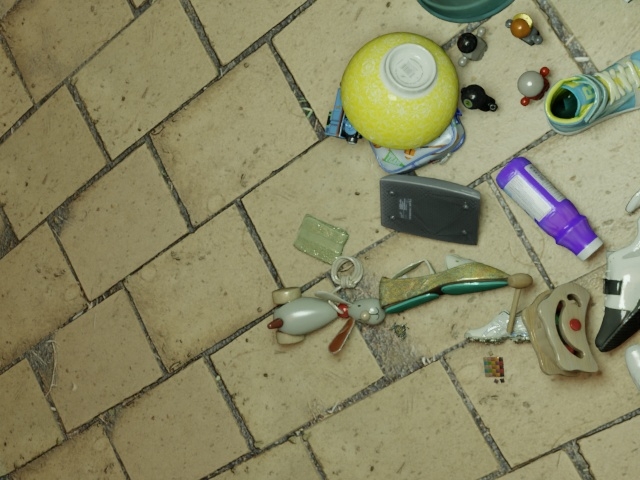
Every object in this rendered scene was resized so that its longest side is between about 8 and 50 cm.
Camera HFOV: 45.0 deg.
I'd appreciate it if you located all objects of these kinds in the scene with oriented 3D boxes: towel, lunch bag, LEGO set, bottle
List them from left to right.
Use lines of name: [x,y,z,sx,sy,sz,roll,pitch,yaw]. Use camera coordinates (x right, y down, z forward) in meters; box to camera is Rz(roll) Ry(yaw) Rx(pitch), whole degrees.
towel: [0.000,0.000,2.138,0.148,0.027,0.110,25,105,22]
LEGO set: [0.213,0.227,2.056,0.054,0.023,0.083,12,86,22]
lunch bag: [0.227,-0.324,1.960,0.243,0.115,0.304,-26,81,23]
bottle: [0.540,-0.073,1.820,0.283,0.118,0.092,48,111,14]

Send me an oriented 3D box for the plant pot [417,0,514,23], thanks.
plant pot: [0.299,-0.701,1.775,0.340,0.334,0.342,2,96,26]

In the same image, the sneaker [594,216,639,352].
sneaker: [0.702,0.097,1.768,0.146,0.122,0.331,39,111,37]

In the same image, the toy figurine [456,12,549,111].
toy figurine: [0.428,-0.415,1.833,0.212,0.148,0.210,-7,90,27]

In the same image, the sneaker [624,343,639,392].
sneaker: [0.768,0.345,1.752,0.090,0.094,0.235,-34,78,25]

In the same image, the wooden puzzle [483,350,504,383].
wooden puzzle: [0.439,0.321,1.957,0.049,0.006,0.083,-4,92,26]

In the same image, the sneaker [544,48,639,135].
sneaker: [0.640,-0.336,1.703,0.319,0.208,0.127,-32,79,24]

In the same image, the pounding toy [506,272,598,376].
pounding toy: [0.546,0.196,1.829,0.155,0.154,0.270,-42,64,62]

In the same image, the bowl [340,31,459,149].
bowl: [0.196,-0.373,1.798,0.289,0.156,0.290,1,77,-4]

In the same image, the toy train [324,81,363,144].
toy train: [0.078,-0.333,1.930,0.105,0.080,0.184,16,97,38]

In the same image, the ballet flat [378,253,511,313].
ballet flat: [0.302,0.095,1.956,0.348,0.123,0.123,-17,86,26]

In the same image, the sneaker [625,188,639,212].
sneaker: [0.759,-0.109,1.747,0.152,0.053,0.061,-45,77,21]

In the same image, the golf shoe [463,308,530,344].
golf shoe: [0.445,0.215,1.926,0.176,0.069,0.086,-6,74,21]

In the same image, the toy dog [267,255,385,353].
toy dog: [-0.011,0.200,2.076,0.333,0.161,0.220,-28,90,26]

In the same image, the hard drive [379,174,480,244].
hard drive: [0.276,-0.083,1.938,0.254,0.054,0.172,12,135,20]

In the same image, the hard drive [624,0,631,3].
hard drive: [0.612,-0.658,1.710,0.307,0.203,0.040,44,147,16]
